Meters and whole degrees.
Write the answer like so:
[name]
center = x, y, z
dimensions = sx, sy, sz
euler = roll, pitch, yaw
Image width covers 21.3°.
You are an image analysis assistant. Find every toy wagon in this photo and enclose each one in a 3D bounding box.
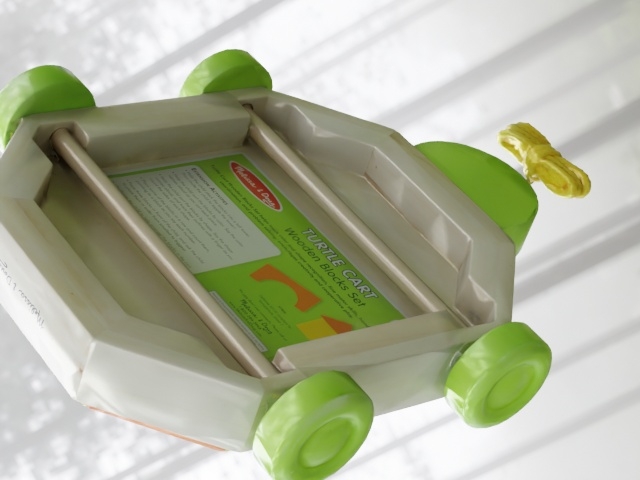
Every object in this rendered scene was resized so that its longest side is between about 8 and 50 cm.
[toy wagon]
center = 0.000, 0.000, 0.876
dimensions = 0.344, 0.068, 0.267
euler = -11, -136, -39
